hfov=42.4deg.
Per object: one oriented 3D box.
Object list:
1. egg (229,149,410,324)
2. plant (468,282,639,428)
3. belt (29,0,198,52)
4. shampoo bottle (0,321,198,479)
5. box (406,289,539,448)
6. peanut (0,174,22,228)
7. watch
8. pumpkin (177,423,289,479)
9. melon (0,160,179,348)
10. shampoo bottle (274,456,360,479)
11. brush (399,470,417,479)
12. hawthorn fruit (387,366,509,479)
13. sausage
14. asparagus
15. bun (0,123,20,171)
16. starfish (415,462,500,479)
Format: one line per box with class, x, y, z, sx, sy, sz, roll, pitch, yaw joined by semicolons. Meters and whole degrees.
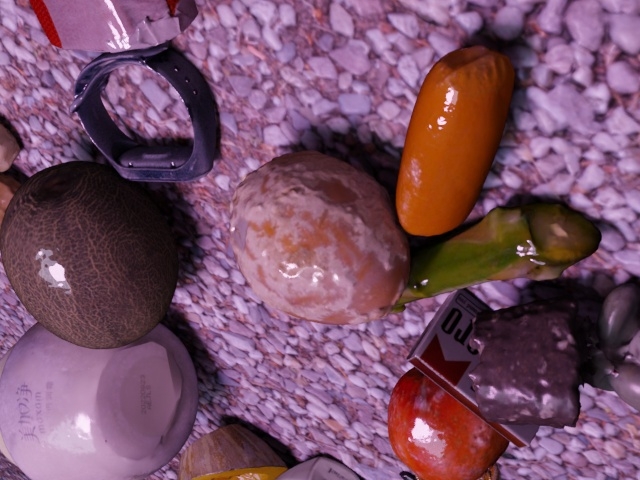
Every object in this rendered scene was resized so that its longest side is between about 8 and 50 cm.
egg;0.000;0.000;0.955;0.233;0.195;0.195;40;143;12
plant;0.302;0.126;0.899;0.275;0.149;0.146;-10;166;24
belt;-0.233;-0.272;0.914;0.201;0.128;0.124;8;134;30
shampoo bottle;-0.385;0.272;1.428;0.317;0.322;0.322;-10;122;33
box;0.207;0.157;1.018;0.177;0.115;0.036;39;155;-1
peanut;-0.515;-0.023;1.399;0.233;0.110;0.196;32;146;7
watch;-0.231;-0.166;1.072;0.206;0.068;0.192;6;129;29
pumpkin;-0.175;0.418;1.570;0.217;0.218;0.110;-50;51;52
melon;-0.328;0.028;1.205;0.238;0.237;0.301;16;142;25
shampoo bottle;-0.044;0.512;1.599;0.134;0.078;0.359;33;142;-2
brush;0.209;0.454;1.396;0.193;0.016;0.063;40;141;-4
hawthorn fruit;0.166;0.234;1.089;0.173;0.173;0.172;21;139;20
sausage;0.131;-0.096;0.839;0.098;0.098;0.238;26;142;14
asparagus;0.158;0.027;0.959;0.085;0.082;0.343;17;157;-37
bun;-0.509;-0.154;1.306;0.086;0.055;0.086;50;159;26
starfish;0.211;0.370;1.263;0.146;0.074;0.189;26;140;16
